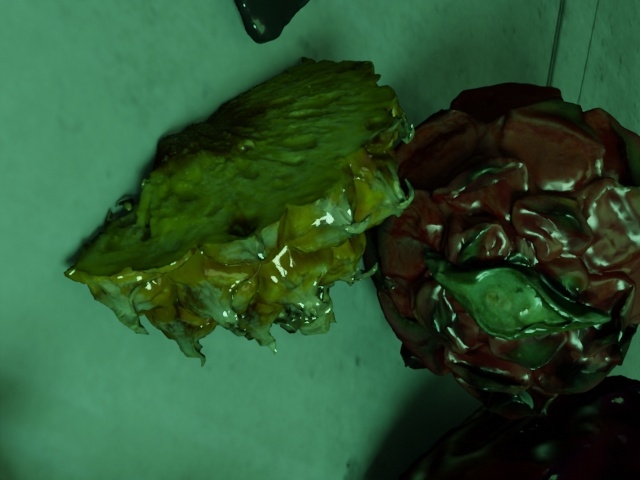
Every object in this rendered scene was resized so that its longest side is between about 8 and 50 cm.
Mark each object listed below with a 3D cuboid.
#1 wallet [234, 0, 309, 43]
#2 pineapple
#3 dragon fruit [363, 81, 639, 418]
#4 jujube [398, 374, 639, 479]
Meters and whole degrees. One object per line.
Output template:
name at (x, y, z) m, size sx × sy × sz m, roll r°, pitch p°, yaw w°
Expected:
wallet at (-0.003, -0.262, 0.656) m, size 0.285 × 0.030 × 0.146 m, roll -55°, pitch 127°, yaw -39°
pineapple at (-0.003, 0.003, 0.565) m, size 0.250 × 0.140 × 0.164 m, roll -42°, pitch 123°, yaw -48°
dragon fruit at (0.149, 0.000, 0.711) m, size 0.293 × 0.234 × 0.233 m, roll -16°, pitch 102°, yaw -64°
jujube at (0.171, 0.242, 0.711) m, size 0.377 × 0.259 × 0.258 m, roll -29°, pitch 112°, yaw -56°
